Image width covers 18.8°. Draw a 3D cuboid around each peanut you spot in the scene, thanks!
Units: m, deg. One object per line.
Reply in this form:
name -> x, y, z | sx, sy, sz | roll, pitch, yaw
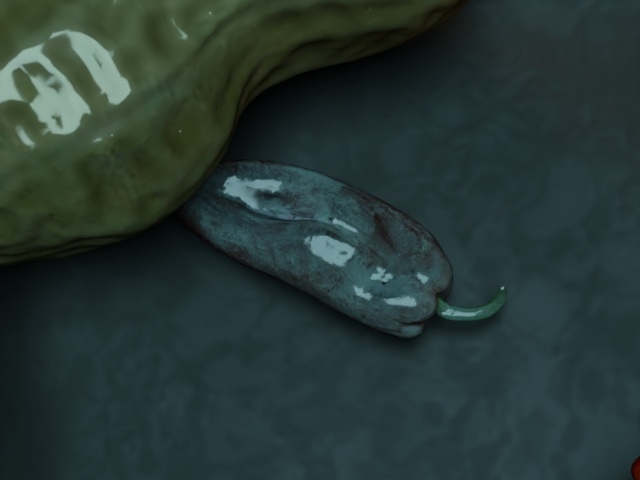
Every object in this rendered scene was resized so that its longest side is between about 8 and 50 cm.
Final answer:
peanut -> -0.058, -0.085, 0.758 | 0.298, 0.120, 0.136 | -32, 71, -6

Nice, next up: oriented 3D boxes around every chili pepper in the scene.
chili pepper -> 0.000, -0.001, 0.779 | 0.153, 0.041, 0.050 | 28, 37, 8

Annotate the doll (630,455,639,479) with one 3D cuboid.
doll -> 0.285, 0.066, 0.689 | 0.363, 0.160, 0.182 | -22, 47, -2
